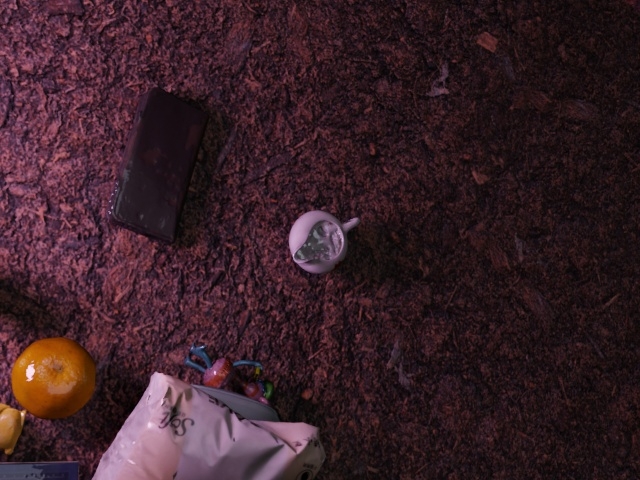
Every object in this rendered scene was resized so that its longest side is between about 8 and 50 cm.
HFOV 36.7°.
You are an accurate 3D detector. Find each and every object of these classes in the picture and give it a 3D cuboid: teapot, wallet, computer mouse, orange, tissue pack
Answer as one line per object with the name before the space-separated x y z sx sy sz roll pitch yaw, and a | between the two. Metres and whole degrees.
teapot | 0.000 0.000 2.187 0.226 0.092 0.145 -34 104 -35
wallet | -0.337 -0.157 2.012 0.165 0.042 0.309 24 70 -31
computer mouse | -0.218 0.351 1.947 0.288 0.159 0.097 26 37 -22
orange | -0.493 0.257 1.785 0.155 0.134 0.154 8 60 -15
tissue pack | -0.231 0.462 1.815 0.376 0.195 0.390 27 97 -18

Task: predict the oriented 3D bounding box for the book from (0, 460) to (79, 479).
book | -0.541 0.541 1.757 0.191 0.025 0.269 8 77 -33

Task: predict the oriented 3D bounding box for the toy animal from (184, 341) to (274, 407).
toy animal | -0.182 0.277 2.010 0.208 0.100 0.103 35 98 -20

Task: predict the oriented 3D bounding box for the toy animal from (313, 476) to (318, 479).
toy animal | -0.035 0.594 1.994 0.216 0.191 0.338 -45 107 -31

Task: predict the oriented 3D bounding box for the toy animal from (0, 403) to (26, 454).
toy animal | -0.615 0.322 1.723 0.159 0.070 0.083 24 71 -24
